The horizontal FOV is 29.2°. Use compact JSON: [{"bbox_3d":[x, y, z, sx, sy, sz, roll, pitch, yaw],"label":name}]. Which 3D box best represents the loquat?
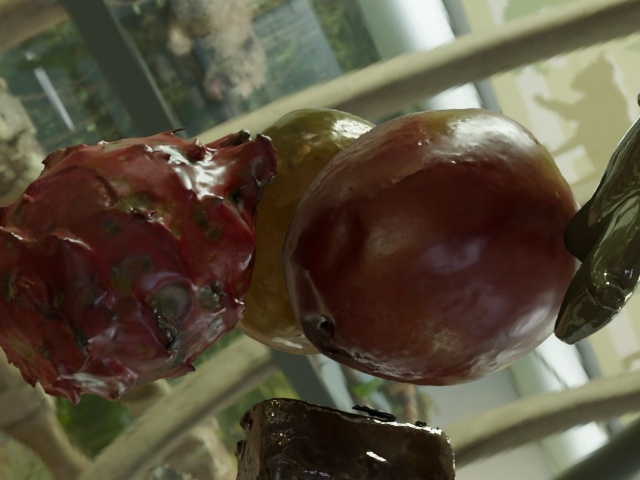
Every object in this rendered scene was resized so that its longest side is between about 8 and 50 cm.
[{"bbox_3d":[0.000,0.000,1.346,0.275,0.275,0.275,63,-2,3],"label":"loquat"}]

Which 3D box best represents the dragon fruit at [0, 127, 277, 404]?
[{"bbox_3d":[-0.144,0.009,0.983,0.205,0.268,0.210,42,-15,25],"label":"dragon fruit"}]

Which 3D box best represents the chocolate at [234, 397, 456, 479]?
[{"bbox_3d":[0.018,0.241,1.218,0.093,0.214,0.148,-88,-169,-49],"label":"chocolate"}]

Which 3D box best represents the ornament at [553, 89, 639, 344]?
[{"bbox_3d":[0.226,-0.029,0.881,0.061,0.230,0.245,32,1,3],"label":"ornament"}]

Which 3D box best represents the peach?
[{"bbox_3d":[0.096,0.013,1.088,0.238,0.281,0.281,57,-3,15],"label":"peach"}]
